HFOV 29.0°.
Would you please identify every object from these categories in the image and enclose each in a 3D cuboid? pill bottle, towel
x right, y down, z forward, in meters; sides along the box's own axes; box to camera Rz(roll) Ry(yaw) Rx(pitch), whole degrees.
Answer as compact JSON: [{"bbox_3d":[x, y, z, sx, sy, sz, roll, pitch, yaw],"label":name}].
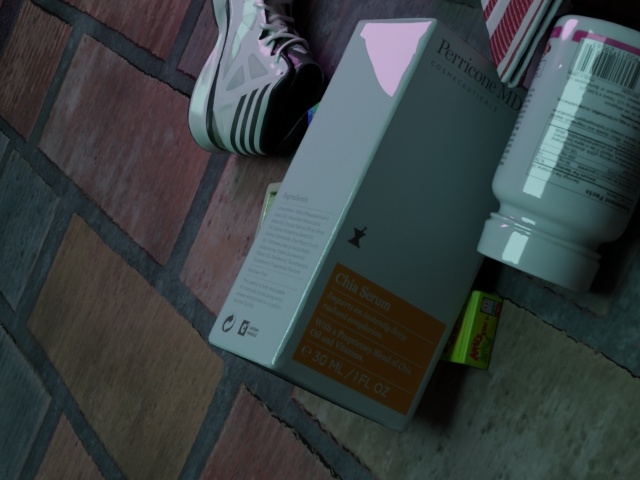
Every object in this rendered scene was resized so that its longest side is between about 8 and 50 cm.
[{"bbox_3d":[0.289,-0.094,1.388,0.160,0.160,0.283,28,97,55],"label":"pill bottle"},{"bbox_3d":[0.265,-0.355,1.503,0.329,0.037,0.237,-88,18,-54],"label":"towel"}]

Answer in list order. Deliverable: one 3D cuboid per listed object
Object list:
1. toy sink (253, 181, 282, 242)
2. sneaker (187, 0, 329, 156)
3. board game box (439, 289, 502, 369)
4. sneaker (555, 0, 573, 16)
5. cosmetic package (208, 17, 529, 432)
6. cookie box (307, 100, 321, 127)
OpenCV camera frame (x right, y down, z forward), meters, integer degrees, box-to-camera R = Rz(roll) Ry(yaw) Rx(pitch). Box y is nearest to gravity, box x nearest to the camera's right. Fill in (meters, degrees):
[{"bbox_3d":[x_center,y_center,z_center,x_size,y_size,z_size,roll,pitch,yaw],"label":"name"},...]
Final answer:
[{"bbox_3d":[0.000,0.000,1.733,0.234,0.131,0.152,1,76,66],"label":"toy sink"},{"bbox_3d":[-0.058,-0.348,2.023,0.257,0.169,0.447,14,94,47],"label":"sneaker"},{"bbox_3d":[0.148,0.107,1.592,0.181,0.043,0.092,4,77,55],"label":"board game box"},{"bbox_3d":[0.307,-0.350,1.588,0.061,0.054,0.152,1,69,29],"label":"sneaker"},{"bbox_3d":[0.077,-0.022,1.526,0.161,0.230,0.453,13,77,56],"label":"cosmetic package"},{"bbox_3d":[0.024,-0.169,1.895,0.092,0.040,0.107,-31,52,42],"label":"cookie box"}]
